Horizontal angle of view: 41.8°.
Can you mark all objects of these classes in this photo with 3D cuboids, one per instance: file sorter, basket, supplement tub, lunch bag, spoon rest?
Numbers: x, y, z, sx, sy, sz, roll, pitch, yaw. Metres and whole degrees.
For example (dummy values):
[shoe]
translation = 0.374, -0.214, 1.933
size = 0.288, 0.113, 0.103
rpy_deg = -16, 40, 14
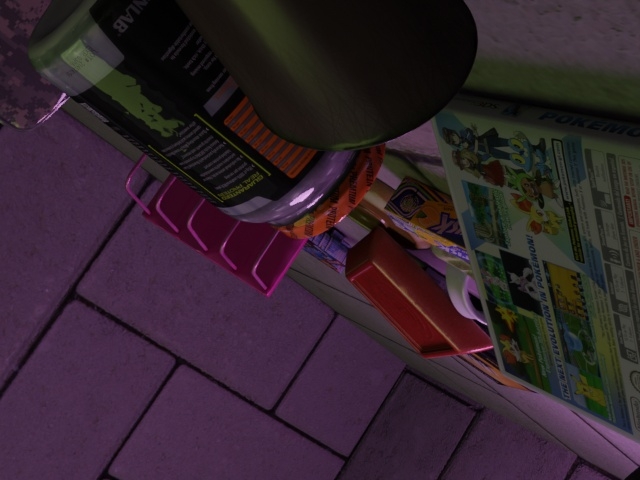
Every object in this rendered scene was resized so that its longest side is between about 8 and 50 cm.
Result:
[file sorter]
translation = -0.168, -0.074, 1.489
size = 0.291, 0.202, 0.182
rpy_deg = 32, 170, 12
[basket]
translation = -0.033, -0.187, 0.506
size = 0.204, 0.154, 0.227
rpy_deg = 38, 174, 46
[supplement tub]
translation = -0.094, -0.147, 0.800
size = 0.316, 0.193, 0.193
rpy_deg = 39, 170, -31
[lunch bag]
translation = -0.508, -0.342, 1.277
size = 0.305, 0.212, 0.256
rpy_deg = 42, -175, -41
[spoon rest]
translation = 0.276, 0.109, 1.255
size = 0.276, 0.084, 0.137
rpy_deg = 39, 170, -31

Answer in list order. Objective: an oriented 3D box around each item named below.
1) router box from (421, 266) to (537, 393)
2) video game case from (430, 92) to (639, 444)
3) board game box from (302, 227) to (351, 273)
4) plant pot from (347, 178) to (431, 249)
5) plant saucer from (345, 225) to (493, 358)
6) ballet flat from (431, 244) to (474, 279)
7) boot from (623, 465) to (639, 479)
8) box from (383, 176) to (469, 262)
[router box]
translation = 0.279, 0.171, 1.610
size = 0.309, 0.081, 0.243
rpy_deg = 34, 172, -3
[video game case]
translation = 0.240, 0.043, 0.710
size = 0.300, 0.036, 0.329
rpy_deg = 24, 142, 50
[board game box]
translation = 0.000, 0.000, 1.772
size = 0.194, 0.060, 0.194
rpy_deg = 35, 172, -18
[plant pot]
translation = 0.077, -0.050, 1.281
size = 0.236, 0.032, 0.236
rpy_deg = 33, 173, 5
[plant saucer]
translation = 0.143, 0.104, 1.388
size = 0.258, 0.048, 0.259
rpy_deg = 46, 167, 1
[ballet flat]
translation = 0.221, 0.030, 1.123
size = 0.168, 0.057, 0.052
rpy_deg = 28, 142, 21
[boot]
translation = 0.484, 0.290, 1.035
size = 0.096, 0.264, 0.280
rpy_deg = 61, -177, 24
[box]
translation = 0.166, -0.016, 1.047
size = 0.169, 0.054, 0.059
rpy_deg = 28, 170, 31
